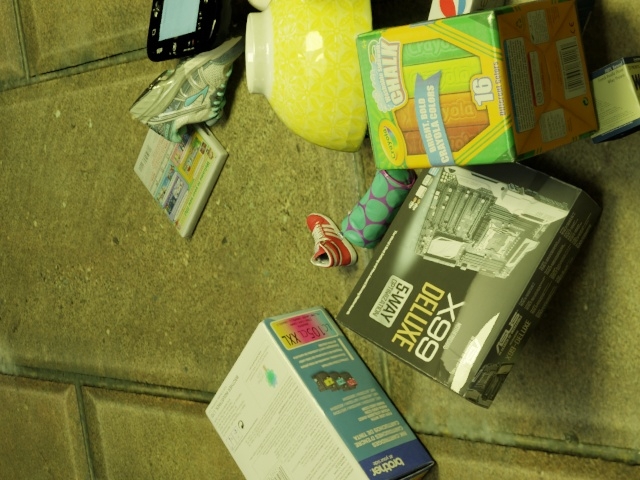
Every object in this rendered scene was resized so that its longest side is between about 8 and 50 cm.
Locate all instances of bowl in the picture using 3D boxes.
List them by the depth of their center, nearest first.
[{"bbox_3d":[-0.025,-0.270,1.744,0.289,0.156,0.289,179,90,-82],"label":"bowl"}]

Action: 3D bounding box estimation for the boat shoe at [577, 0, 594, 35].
[{"bbox_3d":[0.297,-0.275,1.544,0.066,0.066,0.183,31,122,42],"label":"boat shoe"}]

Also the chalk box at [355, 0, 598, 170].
[{"bbox_3d":[0.168,-0.192,1.523,0.289,0.179,0.180,-2,103,46],"label":"chalk box"}]

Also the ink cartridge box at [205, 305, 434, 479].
[{"bbox_3d":[0.006,0.345,1.969,0.395,0.151,0.270,56,135,25],"label":"ink cartridge box"}]

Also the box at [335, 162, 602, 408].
[{"bbox_3d":[0.194,0.035,1.623,0.242,0.076,0.307,30,89,41],"label":"box"}]

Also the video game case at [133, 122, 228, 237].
[{"bbox_3d":[-0.262,-0.145,2.245,0.193,0.023,0.212,52,132,27],"label":"video game case"}]

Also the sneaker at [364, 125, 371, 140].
[{"bbox_3d":[0.113,-0.159,1.785,0.162,0.063,0.073,29,114,51],"label":"sneaker"}]

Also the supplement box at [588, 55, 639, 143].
[{"bbox_3d":[0.370,-0.174,1.494,0.083,0.056,0.083,-25,81,49],"label":"supplement box"}]

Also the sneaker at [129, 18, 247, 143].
[{"bbox_3d":[-0.198,-0.272,2.100,0.283,0.110,0.122,-34,111,33],"label":"sneaker"}]

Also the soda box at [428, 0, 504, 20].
[{"bbox_3d":[0.207,-0.353,1.620,0.069,0.074,0.216,36,125,37],"label":"soda box"}]

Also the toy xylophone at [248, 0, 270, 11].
[{"bbox_3d":[-0.069,-0.496,1.887,0.236,0.081,0.322,41,131,51],"label":"toy xylophone"}]

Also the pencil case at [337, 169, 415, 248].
[{"bbox_3d":[0.086,-0.056,1.841,0.070,0.064,0.151,51,132,21],"label":"pencil case"}]

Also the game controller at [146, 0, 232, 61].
[{"bbox_3d":[-0.220,-0.385,2.013,0.319,0.067,0.166,7,80,63],"label":"game controller"}]

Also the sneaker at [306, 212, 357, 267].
[{"bbox_3d":[0.000,0.000,1.950,0.118,0.067,0.042,46,130,31],"label":"sneaker"}]
